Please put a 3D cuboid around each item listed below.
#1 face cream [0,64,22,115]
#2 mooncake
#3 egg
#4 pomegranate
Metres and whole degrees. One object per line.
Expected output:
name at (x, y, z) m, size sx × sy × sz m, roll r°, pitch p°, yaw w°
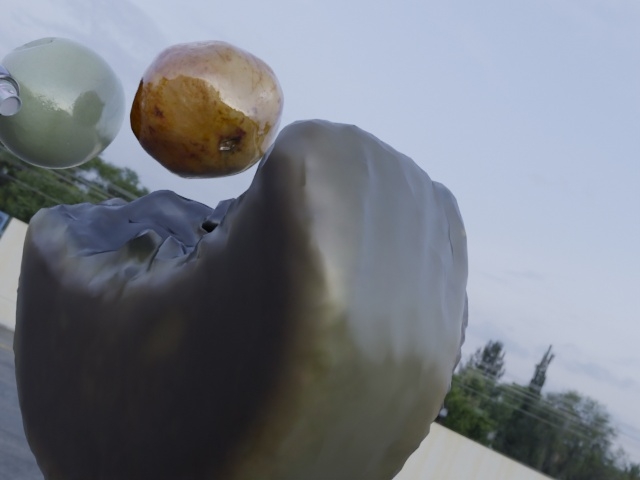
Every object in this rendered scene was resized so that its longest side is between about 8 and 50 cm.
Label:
face cream at (-0.516, -0.251, 0.943) m, size 0.229 × 0.075 × 0.075 m, roll 38°, pitch -6°, yaw 18°
mooncake at (-0.085, 0.052, 0.569) m, size 0.246 × 0.393 × 0.394 m, roll 21°, pitch 21°, yaw -47°
egg at (-0.454, -0.239, 1.134) m, size 0.219 × 0.219 × 0.269 m, roll 31°, pitch 27°, yaw -26°
pomegranate at (-0.180, -0.209, 1.050) m, size 0.248 × 0.248 × 0.248 m, roll 25°, pitch -10°, yaw 5°
